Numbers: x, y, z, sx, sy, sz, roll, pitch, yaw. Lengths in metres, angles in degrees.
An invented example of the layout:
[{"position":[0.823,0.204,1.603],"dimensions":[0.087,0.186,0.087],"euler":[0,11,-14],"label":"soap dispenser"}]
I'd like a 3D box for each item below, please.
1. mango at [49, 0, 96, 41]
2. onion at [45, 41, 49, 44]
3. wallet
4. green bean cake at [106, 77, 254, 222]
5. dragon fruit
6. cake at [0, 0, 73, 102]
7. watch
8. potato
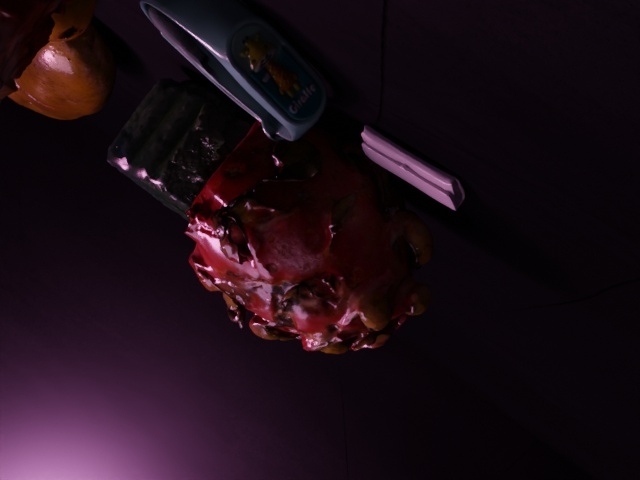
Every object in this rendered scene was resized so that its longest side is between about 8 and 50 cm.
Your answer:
[{"position":[-0.346,-0.332,1.486],"dimensions":[0.113,0.138,0.253],"euler":[-32,105,38],"label":"mango"},{"position":[-0.489,-0.349,1.825],"dimensions":[0.272,0.195,0.272],"euler":[45,174,7],"label":"onion"},{"position":[0.097,-0.078,1.415],"dimensions":[0.122,0.025,0.061],"euler":[34,167,25],"label":"wallet"},{"position":[-0.107,-0.077,1.904],"dimensions":[0.308,0.169,0.300],"euler":[31,174,36],"label":"green bean cake"},{"position":[0.000,0.000,1.560],"dimensions":[0.291,0.250,0.269],"euler":[41,156,5],"label":"dragon fruit"},{"position":[-0.381,-0.264,1.274],"dimensions":[0.270,0.319,0.269],"euler":[32,171,-11],"label":"cake"},{"position":[-0.084,-0.186,1.389],"dimensions":[0.237,0.068,0.195],"euler":[41,173,-33],"label":"watch"},{"position":[-0.424,-0.293,2.160],"dimensions":[0.369,0.176,0.195],"euler":[-3,102,68],"label":"potato"}]
